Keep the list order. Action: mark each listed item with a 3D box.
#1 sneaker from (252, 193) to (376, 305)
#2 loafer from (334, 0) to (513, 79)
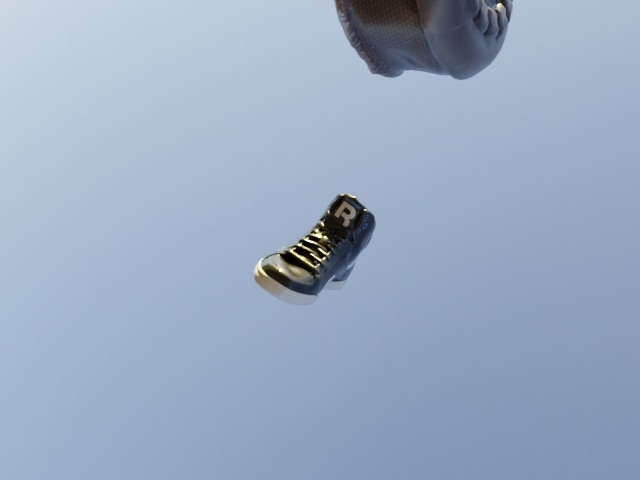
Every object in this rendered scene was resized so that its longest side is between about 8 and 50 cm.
[{"bbox_3d":[0.000,0.000,0.996,0.079,0.217,0.121,33,-76,13],"label":"sneaker"},{"bbox_3d":[-0.013,-0.223,0.417,0.130,0.134,0.366,-24,-112,19],"label":"loafer"}]
